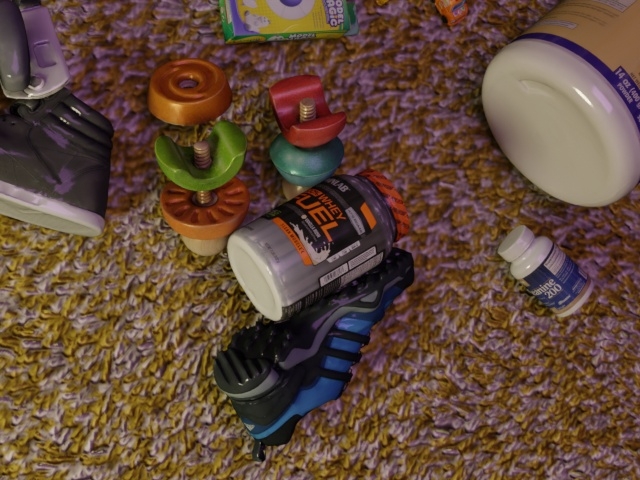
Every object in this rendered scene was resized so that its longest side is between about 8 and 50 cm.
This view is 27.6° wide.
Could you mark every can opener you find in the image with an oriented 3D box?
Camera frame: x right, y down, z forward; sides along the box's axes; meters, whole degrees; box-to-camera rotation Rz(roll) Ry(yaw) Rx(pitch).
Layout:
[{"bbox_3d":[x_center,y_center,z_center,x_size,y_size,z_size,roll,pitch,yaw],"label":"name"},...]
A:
[{"bbox_3d":[-0.340,-0.275,1.416,0.074,0.093,0.280,-16,65,-14],"label":"can opener"}]

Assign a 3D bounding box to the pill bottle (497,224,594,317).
[{"bbox_3d":[0.286,0.037,1.666,0.120,0.067,0.067,42,69,-11],"label":"pill bottle"}]

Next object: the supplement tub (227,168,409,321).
[{"bbox_3d":[0.000,0.000,1.481,0.190,0.117,0.117,-31,94,-22],"label":"supplement tub"}]

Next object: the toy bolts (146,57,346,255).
[{"bbox_3d":[-0.090,-0.101,1.531,0.228,0.158,0.218,-13,46,-13],"label":"toy bolts"}]

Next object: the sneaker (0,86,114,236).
[{"bbox_3d":[-0.359,-0.117,1.419,0.296,0.104,0.147,20,73,-24],"label":"sneaker"}]

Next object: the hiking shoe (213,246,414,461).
[{"bbox_3d":[0.001,0.117,1.537,0.304,0.113,0.132,-37,126,-29],"label":"hiking shoe"}]

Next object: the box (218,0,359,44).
[{"bbox_3d":[-0.036,-0.300,1.606,0.179,0.043,0.105,-7,85,-24],"label":"box"}]

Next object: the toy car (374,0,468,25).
[{"bbox_3d":[0.137,-0.303,1.675,0.122,0.040,0.060,-16,88,-24],"label":"toy car"}]

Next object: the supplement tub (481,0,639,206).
[{"bbox_3d":[0.394,-0.224,1.657,0.331,0.241,0.241,-40,97,-22],"label":"supplement tub"}]
